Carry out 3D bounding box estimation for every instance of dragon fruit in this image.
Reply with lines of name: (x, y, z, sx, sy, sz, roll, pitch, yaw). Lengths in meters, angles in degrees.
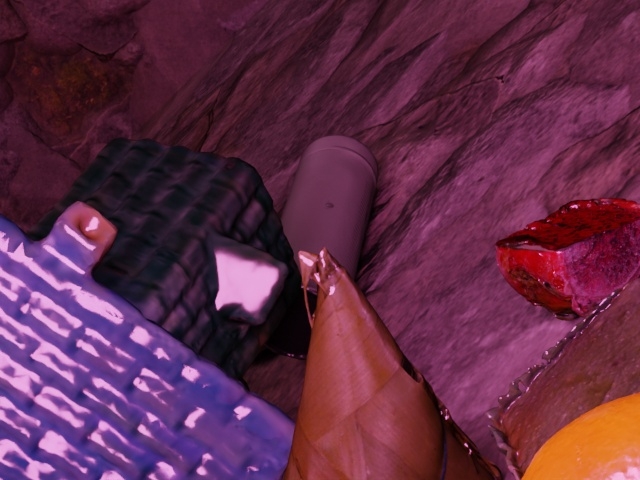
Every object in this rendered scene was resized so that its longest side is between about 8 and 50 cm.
dragon fruit: (0.227, 0.026, 1.286, 0.147, 0.096, 0.102, -22, 15, -32)

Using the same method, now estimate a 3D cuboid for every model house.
model house: (-0.174, 0.134, 1.350, 0.400, 0.395, 0.445, -55, 2, 36)

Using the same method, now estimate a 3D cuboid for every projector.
projector: (0.000, 0.000, 1.789, 0.108, 0.108, 0.337, -36, 21, 29)

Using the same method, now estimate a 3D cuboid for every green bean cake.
green bean cake: (0.218, 0.131, 1.058, 0.173, 0.094, 0.181, -44, 18, 6)

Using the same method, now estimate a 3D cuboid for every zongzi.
zongzi: (-0.002, 0.191, 1.128, 0.123, 0.289, 0.260, 14, 60, 41)

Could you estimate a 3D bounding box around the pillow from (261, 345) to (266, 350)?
pillow: (-0.100, 0.111, 1.887, 0.232, 0.038, 0.131, -23, 27, 49)

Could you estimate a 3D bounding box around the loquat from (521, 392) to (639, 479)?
loquat: (0.205, 0.184, 0.821, 0.208, 0.208, 0.208, -41, 19, 18)
